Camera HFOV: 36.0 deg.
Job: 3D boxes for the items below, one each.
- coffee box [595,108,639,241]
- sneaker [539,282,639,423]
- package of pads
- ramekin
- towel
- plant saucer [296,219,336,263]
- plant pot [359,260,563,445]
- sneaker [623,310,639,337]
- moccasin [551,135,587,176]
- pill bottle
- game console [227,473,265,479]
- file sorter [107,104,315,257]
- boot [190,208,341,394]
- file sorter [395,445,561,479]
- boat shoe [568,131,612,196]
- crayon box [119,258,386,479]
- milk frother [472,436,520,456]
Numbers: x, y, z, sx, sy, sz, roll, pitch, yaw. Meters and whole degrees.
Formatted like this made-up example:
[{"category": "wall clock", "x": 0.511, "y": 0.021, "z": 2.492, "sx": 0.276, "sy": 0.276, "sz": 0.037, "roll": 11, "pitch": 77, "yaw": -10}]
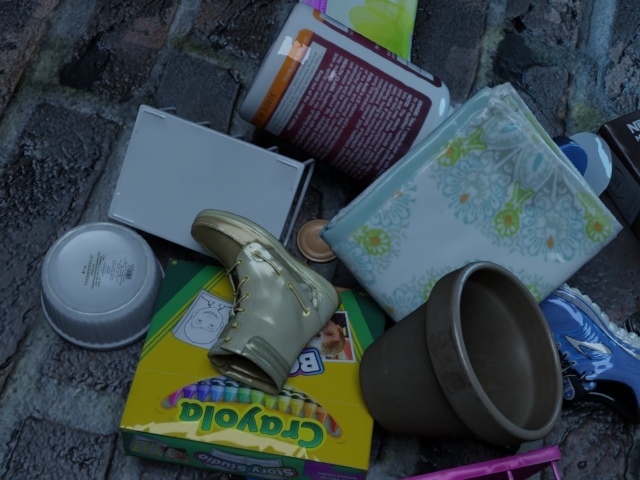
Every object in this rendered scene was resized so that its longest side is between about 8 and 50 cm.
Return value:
[{"category": "coffee box", "x": 0.631, "y": -0.091, "z": 1.766, "sx": 0.168, "sy": 0.119, "sz": 0.297, "roll": -22, "pitch": 68, "yaw": -14}, {"category": "sneaker", "x": 0.415, "y": 0.182, "z": 1.608, "sx": 0.330, "sy": 0.129, "sz": 0.147, "roll": 31, "pitch": 63, "yaw": 10}, {"category": "package of pads", "x": 0.065, "y": -0.396, "z": 1.878, "sx": 0.229, "sy": 0.101, "sz": 0.296, "roll": 7, "pitch": 64, "yaw": -1}, {"category": "ramekin", "x": -0.357, "y": 0.066, "z": 1.607, "sx": 0.207, "sy": 0.109, "sz": 0.207, "roll": 2, "pitch": 63, "yaw": -4}, {"category": "towel", "x": 0.236, "y": -0.017, "z": 1.534, "sx": 0.374, "sy": 0.090, "sz": 0.320, "roll": -41, "pitch": 98, "yaw": 5}, {"category": "plant saucer", "x": 0.000, "y": 0.000, "z": 1.724, "sx": 0.084, "sy": 0.013, "sz": 0.083, "roll": 2, "pitch": 63, "yaw": -4}, {"category": "plant pot", "x": 0.185, "y": 0.187, "z": 1.427, "sx": 0.263, "sy": 0.229, "sz": 0.263, "roll": 29, "pitch": 48, "yaw": -38}, {"category": "sneaker", "x": 0.595, "y": 0.180, "z": 1.652, "sx": 0.072, "sy": 0.077, "sz": 0.178, "roll": -40, "pitch": 73, "yaw": -22}, {"category": "moccasin", "x": 0.286, "y": -0.058, "z": 1.650, "sx": 0.342, "sy": 0.138, "sz": 0.117, "roll": -41, "pitch": 35, "yaw": 7}, {"category": "pill bottle", "x": 0.078, "y": -0.217, "z": 1.688, "sx": 0.392, "sy": 0.224, "sz": 0.224, "roll": 28, "pitch": 64, "yaw": -9}, {"category": "game console", "x": -0.044, "y": 0.358, "z": 1.498, "sx": 0.144, "sy": 0.085, "sz": 0.124, "roll": -41, "pitch": 33, "yaw": -21}, {"category": "file sorter", "x": -0.172, "y": -0.092, "z": 1.638, "sx": 0.278, "sy": 0.173, "sz": 0.192, "roll": 21, "pitch": 103, "yaw": 5}, {"category": "boot", "x": -0.121, "y": 0.089, "z": 1.472, "sx": 0.262, "sy": 0.095, "sz": 0.203, "roll": 37, "pitch": 56, "yaw": -2}, {"category": "file sorter", "x": 0.205, "y": 0.432, "z": 1.427, "sx": 0.291, "sy": 0.202, "sz": 0.182, "roll": -9, "pitch": 68, "yaw": -10}, {"category": "boat shoe", "x": 0.423, "y": -0.047, "z": 1.736, "sx": 0.113, "sy": 0.105, "sz": 0.306, "roll": 20, "pitch": 70, "yaw": 1}, {"category": "crayon box", "x": -0.092, "y": 0.205, "z": 1.528, "sx": 0.363, "sy": 0.106, "sz": 0.313, "roll": 9, "pitch": 50, "yaw": 0}, {"category": "milk frother", "x": 0.275, "y": 0.252, "z": 1.589, "sx": 0.135, "sy": 0.129, "sz": 0.143, "roll": 24, "pitch": 21, "yaw": 7}]
